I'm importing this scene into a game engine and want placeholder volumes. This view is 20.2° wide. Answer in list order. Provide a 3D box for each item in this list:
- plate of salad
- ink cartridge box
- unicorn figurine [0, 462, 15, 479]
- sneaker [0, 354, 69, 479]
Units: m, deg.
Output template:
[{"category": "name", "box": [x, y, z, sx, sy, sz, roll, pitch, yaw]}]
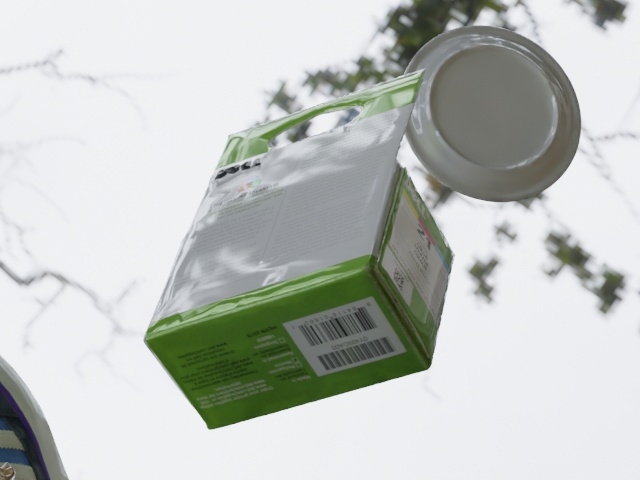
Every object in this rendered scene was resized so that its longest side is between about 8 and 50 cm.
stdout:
[{"category": "plate of salad", "box": [0.176, -0.131, 1.888, 0.200, 0.200, 0.048, -38, -8, -21]}, {"category": "ink cartridge box", "box": [0.000, 0.000, 1.325, 0.097, 0.189, 0.255, 58, -151, -28]}, {"category": "unicorn figurine", "box": [-0.206, 0.208, 1.075, 0.162, 0.060, 0.111, -72, -7, -60]}, {"category": "sneaker", "box": [-0.297, 0.212, 1.339, 0.130, 0.323, 0.236, -33, -1, 28]}]
